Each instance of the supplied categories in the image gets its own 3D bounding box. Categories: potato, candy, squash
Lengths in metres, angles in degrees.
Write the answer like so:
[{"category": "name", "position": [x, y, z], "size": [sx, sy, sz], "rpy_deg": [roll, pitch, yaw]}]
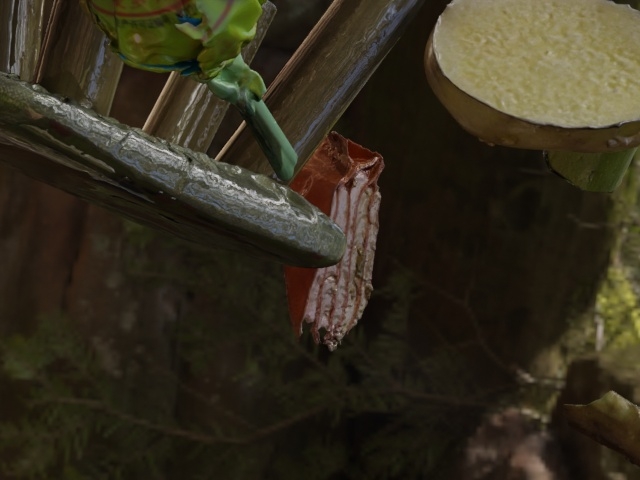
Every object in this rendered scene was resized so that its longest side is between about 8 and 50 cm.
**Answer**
[{"category": "potato", "position": [0.179, -0.123, 0.987], "size": [0.081, 0.200, 0.164], "rpy_deg": [97, 3, -53]}, {"category": "candy", "position": [-0.046, -0.084, 0.657], "size": [0.073, 0.077, 0.262], "rpy_deg": [-58, 160, -10]}, {"category": "squash", "position": [0.313, -0.142, 1.346], "size": [0.188, 0.095, 0.095], "rpy_deg": [110, -21, -50]}]

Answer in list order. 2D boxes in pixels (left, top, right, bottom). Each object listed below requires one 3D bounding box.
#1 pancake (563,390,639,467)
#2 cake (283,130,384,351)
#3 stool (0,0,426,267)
[{"category": "pancake", "position": [0.346, 0.222, 1.091], "size": [0.054, 0.376, 0.197], "rpy_deg": [-53, -161, 3]}, {"category": "cake", "position": [0.005, 0.000, 1.617], "size": [0.135, 0.098, 0.287], "rpy_deg": [15, -76, 41]}, {"category": "stool", "position": [-0.130, -0.133, 0.934], "size": [0.310, 0.310, 0.226], "rpy_deg": [11, -101, 55]}]
